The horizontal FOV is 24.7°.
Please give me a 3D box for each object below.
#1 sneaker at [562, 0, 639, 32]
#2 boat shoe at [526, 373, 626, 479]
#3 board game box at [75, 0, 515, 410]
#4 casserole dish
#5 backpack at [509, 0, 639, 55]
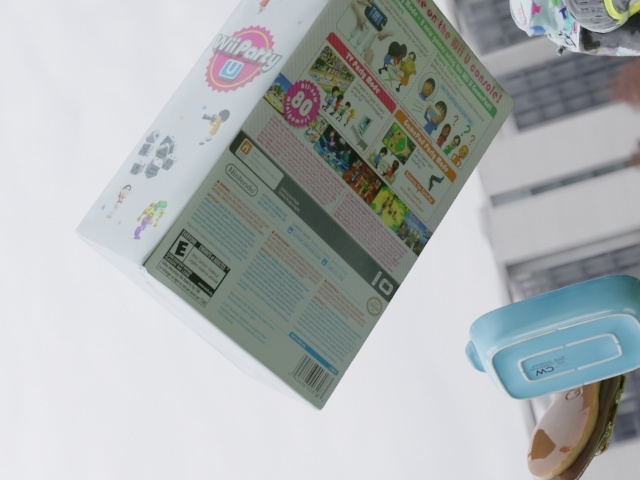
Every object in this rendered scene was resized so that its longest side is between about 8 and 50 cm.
[{"bbox_3d":[0.377,-0.374,1.461,0.147,0.385,0.145,7,-149,-43],"label":"sneaker"},{"bbox_3d":[0.270,0.181,1.483,0.073,0.073,0.207,53,-136,-21],"label":"boat shoe"},{"bbox_3d":[-0.008,-0.058,1.119,0.303,0.097,0.224,-55,-48,-11],"label":"board game box"},{"bbox_3d":[0.224,0.094,1.326,0.037,0.188,0.114,-91,-23,-45],"label":"casserole dish"},{"bbox_3d":[0.319,-0.329,1.713,0.253,0.191,0.225,-58,-28,-76],"label":"backpack"}]
